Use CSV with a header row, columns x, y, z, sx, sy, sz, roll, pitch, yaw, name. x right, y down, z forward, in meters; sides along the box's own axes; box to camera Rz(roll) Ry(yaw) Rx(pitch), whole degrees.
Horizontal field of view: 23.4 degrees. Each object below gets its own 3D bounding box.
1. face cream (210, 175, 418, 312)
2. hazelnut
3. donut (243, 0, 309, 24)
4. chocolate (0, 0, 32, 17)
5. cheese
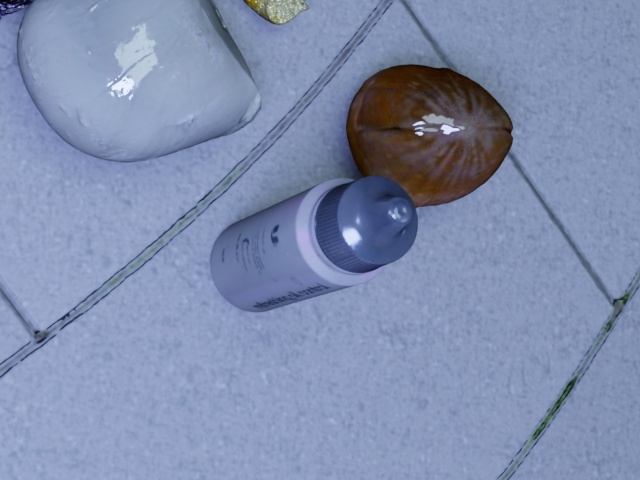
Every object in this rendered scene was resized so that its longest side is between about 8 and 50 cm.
x,y,z,sx,sy,sz,roll,pitch,yaw,name
0.000,0.000,1.294,0.092,0.311,0.092,5,79,-24,face cream
0.103,-0.105,1.450,0.150,0.150,0.150,4,80,-23,hazelnut
-0.058,-0.238,1.445,0.038,0.067,0.083,-48,137,-6,donut
-0.301,-0.196,1.339,0.147,0.070,0.072,-44,110,-13,chocolate
-0.162,-0.158,1.336,0.189,0.154,0.198,-31,95,-19,cheese
